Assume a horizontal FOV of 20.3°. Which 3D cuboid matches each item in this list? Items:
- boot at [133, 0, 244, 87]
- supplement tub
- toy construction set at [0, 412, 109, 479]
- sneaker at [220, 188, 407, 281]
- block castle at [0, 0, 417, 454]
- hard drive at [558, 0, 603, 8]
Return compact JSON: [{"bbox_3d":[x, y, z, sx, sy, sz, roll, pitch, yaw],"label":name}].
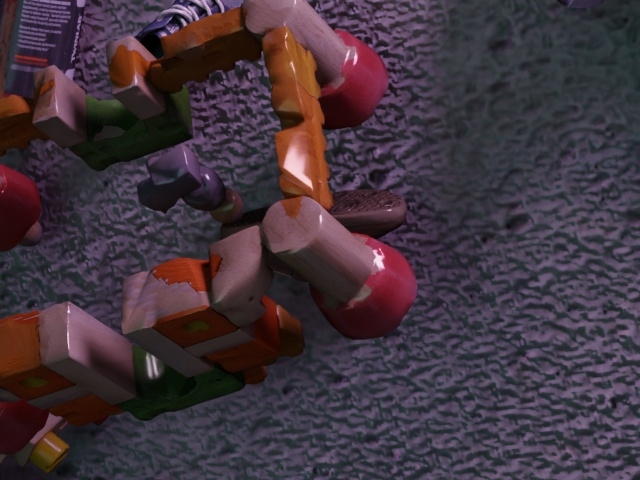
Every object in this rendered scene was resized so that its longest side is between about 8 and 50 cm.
[{"bbox_3d":[-0.112,-0.205,1.658,0.069,0.086,0.190,43,110,11],"label":"boot"},{"bbox_3d":[-0.278,-0.224,1.709,0.106,0.106,0.198,16,103,19],"label":"supplement tub"},{"bbox_3d":[-0.351,0.189,1.722,0.257,0.237,0.309,-27,87,22],"label":"toy construction set"},{"bbox_3d":[0.000,0.000,1.665,0.188,0.066,0.071,-7,111,27],"label":"sneaker"},{"bbox_3d":[-0.149,-0.005,1.583,0.453,0.213,0.303,-19,59,20],"label":"block castle"},{"bbox_3d":[0.238,-0.327,1.482,0.172,0.054,0.254,46,114,51],"label":"hard drive"}]
